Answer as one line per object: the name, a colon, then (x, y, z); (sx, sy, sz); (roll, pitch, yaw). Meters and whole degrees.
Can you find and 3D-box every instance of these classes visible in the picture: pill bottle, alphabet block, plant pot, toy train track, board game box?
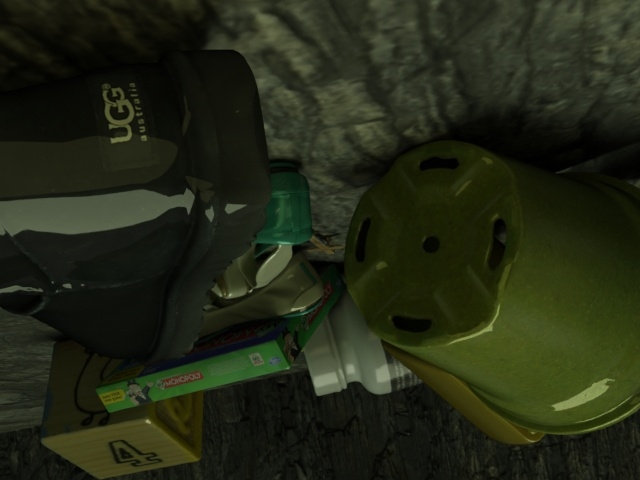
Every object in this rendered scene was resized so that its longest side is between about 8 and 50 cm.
pill bottle: (0.130, 0.125, 1.177); (0.318, 0.177, 0.176); (-16, 168, -3)
alphabet block: (-0.325, 0.271, 1.346); (0.197, 0.193, 0.193); (-15, 143, 13)
plant pot: (0.168, 0.031, 0.744); (0.276, 0.276, 0.253); (-20, 153, 36)
toy train track: (0.000, 0.000, 0.953); (0.048, 0.014, 0.083); (-7, 163, 18)
plant pot: (0.232, 0.133, 0.999); (0.212, 0.212, 0.187); (-49, -174, 0)
board game box: (-0.138, 0.136, 1.123); (0.317, 0.046, 0.213); (-18, -164, 29)

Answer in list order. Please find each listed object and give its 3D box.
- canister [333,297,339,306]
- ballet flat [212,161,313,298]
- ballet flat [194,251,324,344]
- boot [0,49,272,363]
canister: (-0.046, 0.145, 1.410); (0.169, 0.074, 0.126); (1, 163, -36)
ballet flat: (-0.081, 0.008, 0.749); (0.083, 0.087, 0.247); (-4, 166, -29)
ballet flat: (-0.109, 0.072, 1.038); (0.248, 0.086, 0.086); (-18, 165, 29)
boot: (-0.290, 0.013, 0.457); (0.444, 0.146, 0.367); (-9, 159, -23)
